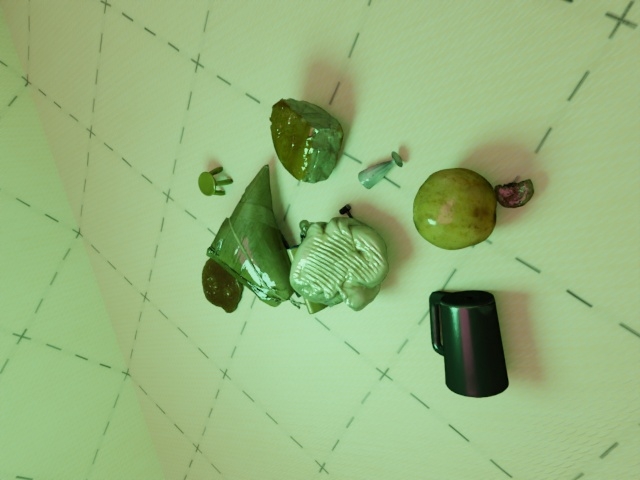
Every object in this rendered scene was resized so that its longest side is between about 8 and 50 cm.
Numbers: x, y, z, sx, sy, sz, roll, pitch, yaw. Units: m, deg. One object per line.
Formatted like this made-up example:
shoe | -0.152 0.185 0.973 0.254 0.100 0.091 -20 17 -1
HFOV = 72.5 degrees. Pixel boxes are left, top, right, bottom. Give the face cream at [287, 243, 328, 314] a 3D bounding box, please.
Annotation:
face cream | -0.041 0.147 1.797 0.067 0.139 0.285 -14 98 47

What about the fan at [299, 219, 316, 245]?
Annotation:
fan | 0.000 0.000 1.810 0.226 0.008 0.153 11 111 32

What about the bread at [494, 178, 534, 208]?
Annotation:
bread | 0.593 -0.141 1.333 0.113 0.060 0.082 -4 101 37

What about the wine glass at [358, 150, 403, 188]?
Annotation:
wine glass | 0.213 -0.252 1.554 0.155 0.073 0.073 -33 85 34

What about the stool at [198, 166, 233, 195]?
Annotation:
stool | -0.483 -0.264 1.996 0.134 0.110 0.134 6 109 32

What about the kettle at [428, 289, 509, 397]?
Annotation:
kettle | 0.503 0.331 1.486 0.203 0.262 0.308 -9 97 0

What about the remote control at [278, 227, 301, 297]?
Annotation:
remote control | -0.160 0.070 1.919 0.107 0.044 0.378 -34 84 32

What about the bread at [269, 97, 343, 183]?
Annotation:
bread | -0.058 -0.362 1.608 0.250 0.224 0.279 41 134 24

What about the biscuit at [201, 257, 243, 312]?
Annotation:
biscuit | -0.492 0.216 2.184 0.257 0.049 0.273 25 118 23

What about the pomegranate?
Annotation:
pomegranate | 0.414 -0.100 1.358 0.260 0.260 0.261 11 110 31

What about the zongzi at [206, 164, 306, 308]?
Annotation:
zongzi | -0.176 0.013 1.776 0.500 0.218 0.467 39 111 12

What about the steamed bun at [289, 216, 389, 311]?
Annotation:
steamed bun | 0.086 0.092 1.642 0.339 0.247 0.352 24 93 15

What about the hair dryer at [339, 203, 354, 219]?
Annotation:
hair dryer | 0.112 -0.097 1.698 0.047 0.026 0.083 -35 90 38
